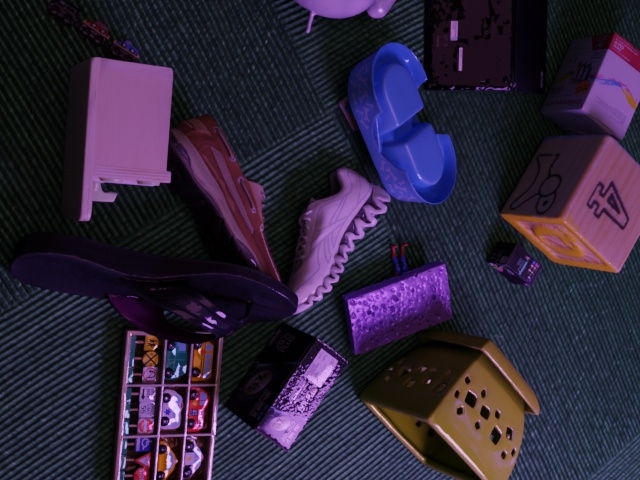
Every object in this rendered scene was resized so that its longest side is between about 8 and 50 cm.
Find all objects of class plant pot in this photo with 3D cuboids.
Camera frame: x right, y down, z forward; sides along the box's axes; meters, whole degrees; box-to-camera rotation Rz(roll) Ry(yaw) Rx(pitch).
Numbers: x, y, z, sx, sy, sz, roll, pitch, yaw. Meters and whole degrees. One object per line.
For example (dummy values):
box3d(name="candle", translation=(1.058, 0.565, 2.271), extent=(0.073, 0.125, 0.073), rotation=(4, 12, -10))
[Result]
box3d(name="plant pot", translation=(0.251, 0.298, 1.567), extent=(0.207, 0.227, 0.228), rotation=(-49, 113, -20))

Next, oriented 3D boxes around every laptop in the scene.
box3d(name="laptop", translation=(0.326, -0.403, 1.647), extent=(0.265, 0.136, 0.234), rotation=(-1, 95, -1))

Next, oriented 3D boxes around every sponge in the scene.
box3d(name="sponge", translation=(0.144, 0.124, 1.577), extent=(0.210, 0.031, 0.117), rotation=(-19, 114, -18))

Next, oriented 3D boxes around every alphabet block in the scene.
box3d(name="alphabet block", translation=(0.513, -0.075, 1.675), extent=(0.193, 0.192, 0.197), rotation=(37, 80, -23))

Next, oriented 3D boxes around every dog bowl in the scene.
box3d(name="dog bowl", translation=(0.143, -0.201, 1.516), extent=(0.166, 0.074, 0.297), rotation=(-41, 114, -44))

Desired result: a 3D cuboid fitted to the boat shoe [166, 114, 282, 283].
box3d(name="boat shoe", translation=(-0.143, -0.058, 1.390), extent=(0.120, 0.123, 0.324), rotation=(-39, 113, -29))

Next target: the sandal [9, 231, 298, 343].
box3d(name="sandal", translation=(-0.253, 0.096, 1.320), extent=(0.446, 0.167, 0.107), rotation=(11, 60, -19))

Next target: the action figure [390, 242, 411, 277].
box3d(name="action figure", translation=(0.152, 0.064, 1.599), extent=(0.038, 0.030, 0.115), rotation=(-11, 102, -28))

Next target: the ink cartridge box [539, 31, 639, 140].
box3d(name="ink cartridge box", translation=(0.554, -0.303, 1.705), extent=(0.127, 0.128, 0.176), rotation=(28, 82, -26))

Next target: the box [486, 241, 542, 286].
box3d(name="box", translation=(0.388, 0.047, 1.694), extent=(0.083, 0.062, 0.052), rotation=(37, 77, -25))

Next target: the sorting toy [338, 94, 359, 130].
box3d(name="sorting toy", translation=(0.078, -0.246, 1.538), extent=(0.083, 0.012, 0.062), rotation=(-39, 110, -18))

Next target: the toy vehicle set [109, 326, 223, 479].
box3d(name="toy vehicle set", translation=(-0.255, 0.279, 1.411), extent=(0.166, 0.035, 0.266), rotation=(4, 93, -26))

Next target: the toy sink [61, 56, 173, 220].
box3d(name="toy sink", translation=(-0.305, -0.145, 1.281), extent=(0.131, 0.153, 0.234), rotation=(3, 93, -27))

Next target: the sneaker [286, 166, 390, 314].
box3d(name="sneaker", translation=(0.000, 0.000, 1.482), extent=(0.118, 0.110, 0.292), rotation=(40, 69, -16))

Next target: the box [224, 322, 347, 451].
box3d(name="box", translation=(-0.061, 0.244, 1.443), extent=(0.077, 0.147, 0.180), rotation=(40, 78, -24))

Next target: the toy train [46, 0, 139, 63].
box3d(name="toy train", translation=(-0.347, -0.322, 1.313), extent=(0.158, 0.027, 0.036), rotation=(33, 70, -25))

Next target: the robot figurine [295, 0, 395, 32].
box3d(name="robot figurine", translation=(0.056, -0.512, 1.396), extent=(0.353, 0.200, 0.300), rotation=(-53, 129, -12))
